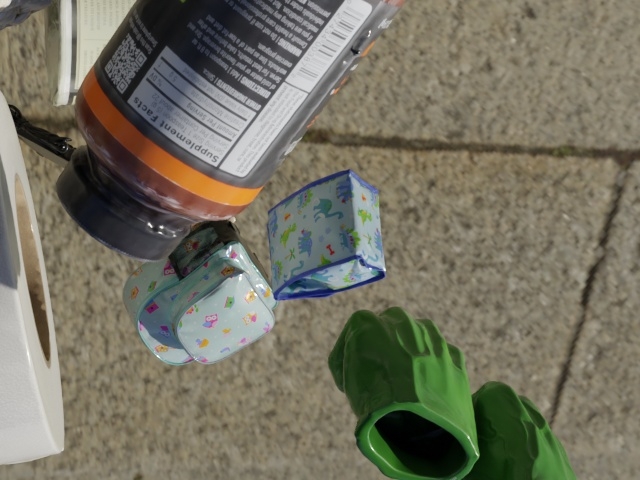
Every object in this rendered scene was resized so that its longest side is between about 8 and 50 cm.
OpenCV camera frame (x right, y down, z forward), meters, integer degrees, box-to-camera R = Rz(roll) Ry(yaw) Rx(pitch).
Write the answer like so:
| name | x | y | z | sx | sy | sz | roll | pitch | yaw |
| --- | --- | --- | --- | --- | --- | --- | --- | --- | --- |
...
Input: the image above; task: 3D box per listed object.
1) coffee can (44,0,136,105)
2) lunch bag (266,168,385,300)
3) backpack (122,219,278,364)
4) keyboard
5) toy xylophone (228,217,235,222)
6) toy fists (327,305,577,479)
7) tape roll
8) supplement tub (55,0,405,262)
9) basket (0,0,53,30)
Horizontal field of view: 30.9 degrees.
| name | x | y | z | sx | sy | sz | roll | pitch | yaw |
| --- | --- | --- | --- | --- | --- | --- | --- | --- | --- |
| coffee can | -0.159 | -0.249 | 1.284 | 0.275 | 0.201 | 0.201 | -2 | 115 | -18 |
| lunch bag | 0.000 | 0.000 | 1.471 | 0.151 | 0.129 | 0.096 | -18 | 150 | 26 |
| backpack | -0.165 | 0.082 | 1.565 | 0.188 | 0.144 | 0.166 | -29 | 136 | 2 |
| keyboard | -0.380 | -0.131 | 1.756 | 0.033 | 0.317 | 0.201 | -58 | 147 | -9 |
| toy xylophone | -0.232 | -0.137 | 1.889 | 0.081 | 0.322 | 0.236 | -26 | 113 | -1 |
| toy fists | 0.117 | 0.162 | 0.975 | 0.279 | 0.142 | 0.096 | 37 | 118 | -24 |
| tape roll | -0.333 | 0.039 | 1.204 | 0.072 | 0.392 | 0.392 | -10 | 118 | -10 |
| supplement tub | -0.049 | -0.083 | 0.567 | 0.106 | 0.106 | 0.198 | 28 | 113 | -28 |
| basket | -0.220 | -0.139 | 0.551 | 0.103 | 0.167 | 0.113 | -10 | 88 | -54 |
